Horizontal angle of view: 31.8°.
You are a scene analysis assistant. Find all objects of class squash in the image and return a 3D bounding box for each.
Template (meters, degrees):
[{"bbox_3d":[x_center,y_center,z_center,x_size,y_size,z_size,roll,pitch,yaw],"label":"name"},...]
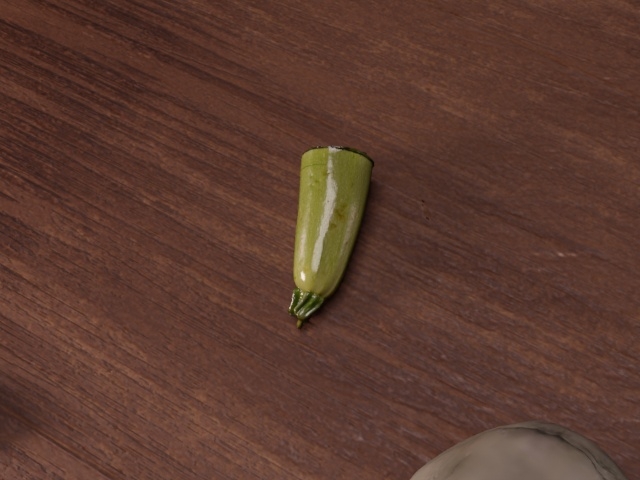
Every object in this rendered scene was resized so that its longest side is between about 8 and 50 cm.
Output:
[{"bbox_3d":[0.000,0.000,1.367,0.094,0.094,0.224,8,73,14],"label":"squash"}]

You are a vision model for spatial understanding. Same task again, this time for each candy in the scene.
[{"bbox_3d":[0.199,0.321,1.102,0.295,0.185,0.295,-8,46,9],"label":"candy"}]
